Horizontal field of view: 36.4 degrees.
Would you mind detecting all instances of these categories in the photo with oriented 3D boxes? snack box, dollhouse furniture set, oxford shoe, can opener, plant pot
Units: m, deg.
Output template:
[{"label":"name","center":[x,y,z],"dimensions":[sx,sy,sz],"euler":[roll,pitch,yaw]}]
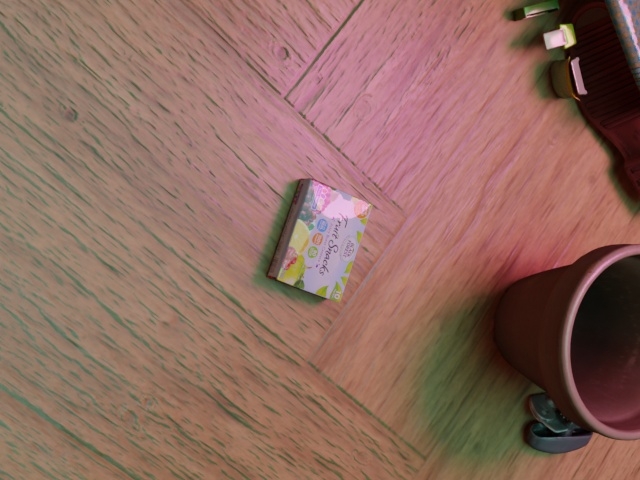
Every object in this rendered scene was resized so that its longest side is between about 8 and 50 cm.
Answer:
[{"label":"snack box","center":[0.000,0.000,1.291],"dimensions":[0.100,0.037,0.141],"euler":[22,83,-27]},{"label":"dollhouse furniture set","center":[0.334,-0.272,1.426],"dimensions":[0.059,0.076,0.151],"euler":[-17,99,-12]},{"label":"oxford shoe","center":[0.490,-0.215,1.498],"dimensions":[0.130,0.123,0.348],"euler":[-44,111,-46]},{"label":"can opener","center":[0.441,0.267,1.518],"dimensions":[0.284,0.076,0.095],"euler":[-4,127,-26]},{"label":"plant pot","center":[0.371,0.127,1.374],"dimensions":[0.263,0.229,0.262],"euler":[-2,94,-26]}]

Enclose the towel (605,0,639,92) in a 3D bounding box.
[{"label":"towel","center":[0.494,-0.392,1.383],"dimensions":[0.271,0.040,0.370],"euler":[-33,109,-22]}]
